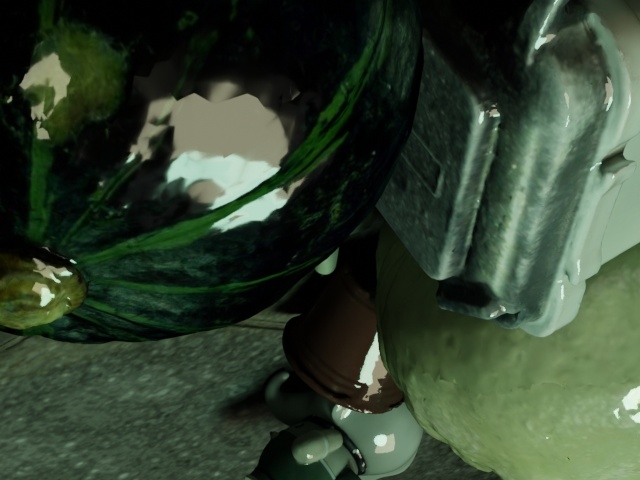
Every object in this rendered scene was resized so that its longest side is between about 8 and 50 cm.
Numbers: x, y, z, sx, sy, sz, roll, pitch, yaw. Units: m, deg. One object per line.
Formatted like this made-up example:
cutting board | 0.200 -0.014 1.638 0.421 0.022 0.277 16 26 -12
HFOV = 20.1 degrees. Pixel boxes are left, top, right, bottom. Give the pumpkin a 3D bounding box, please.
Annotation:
pumpkin | -0.109 -0.069 0.830 0.315 0.238 0.315 2 148 1

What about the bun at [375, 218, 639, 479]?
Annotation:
bun | 0.214 0.046 1.209 0.365 0.365 0.219 -23 108 -7

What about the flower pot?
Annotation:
flower pot | 0.036 0.061 1.366 0.111 0.111 0.089 0 130 -40

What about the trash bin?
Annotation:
trash bin | 0.186 -0.155 0.990 0.367 0.256 0.296 -23 148 -21

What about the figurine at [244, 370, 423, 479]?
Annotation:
figurine | 0.020 0.158 1.489 0.192 0.126 0.147 -34 146 -20

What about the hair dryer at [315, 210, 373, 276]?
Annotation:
hair dryer | 0.000 0.000 1.302 0.063 0.038 0.124 -18 158 -11
